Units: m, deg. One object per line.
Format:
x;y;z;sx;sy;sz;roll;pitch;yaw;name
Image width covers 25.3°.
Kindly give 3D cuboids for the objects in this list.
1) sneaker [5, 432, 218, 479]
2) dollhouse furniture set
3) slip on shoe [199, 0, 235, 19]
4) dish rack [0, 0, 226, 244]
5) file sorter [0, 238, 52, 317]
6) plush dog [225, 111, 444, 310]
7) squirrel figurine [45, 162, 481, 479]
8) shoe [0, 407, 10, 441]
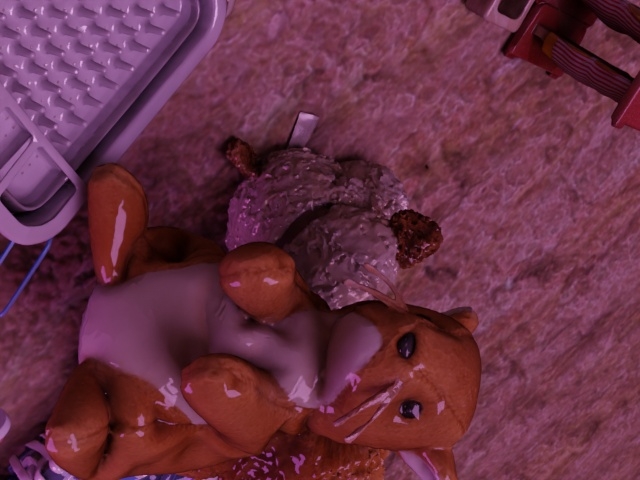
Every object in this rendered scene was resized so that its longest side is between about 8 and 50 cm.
-0.269;0.204;1.597;0.322;0.130;0.236;-16;116;-19;sneaker
0.262;-0.255;1.609;0.374;0.201;0.152;15;110;-45;dollhouse furniture set
-0.095;-0.286;1.421;0.041;0.051;0.135;-53;151;-63;slip on shoe
-0.248;-0.193;1.296;0.333;0.072;0.285;-52;139;-18;dish rack
-0.360;-0.010;1.363;0.170;0.104;0.118;25;103;-46;file sorter
0.000;0.000;1.567;0.262;0.225;0.210;-39;137;-8;plush dog
-0.030;0.138;1.383;0.370;0.281;0.397;2;150;8;squirrel figurine
-0.410;0.249;1.547;0.178;0.063;0.081;-29;136;-12;shoe
